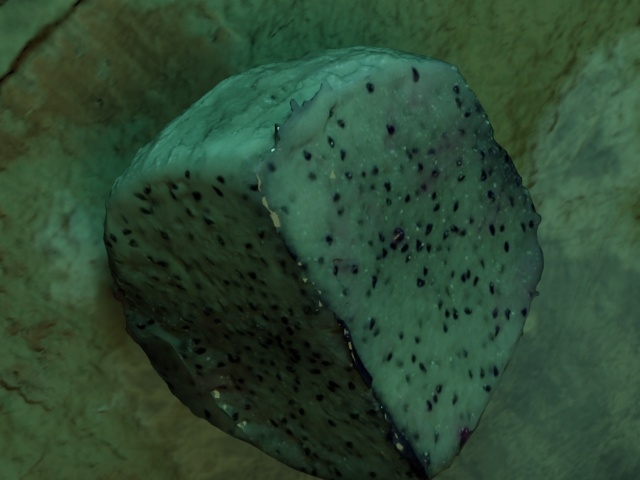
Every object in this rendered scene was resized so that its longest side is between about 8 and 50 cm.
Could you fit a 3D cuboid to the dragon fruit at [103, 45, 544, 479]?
[{"bbox_3d":[0.000,0.000,0.982,0.221,0.204,0.283,-49,123,-31],"label":"dragon fruit"}]
